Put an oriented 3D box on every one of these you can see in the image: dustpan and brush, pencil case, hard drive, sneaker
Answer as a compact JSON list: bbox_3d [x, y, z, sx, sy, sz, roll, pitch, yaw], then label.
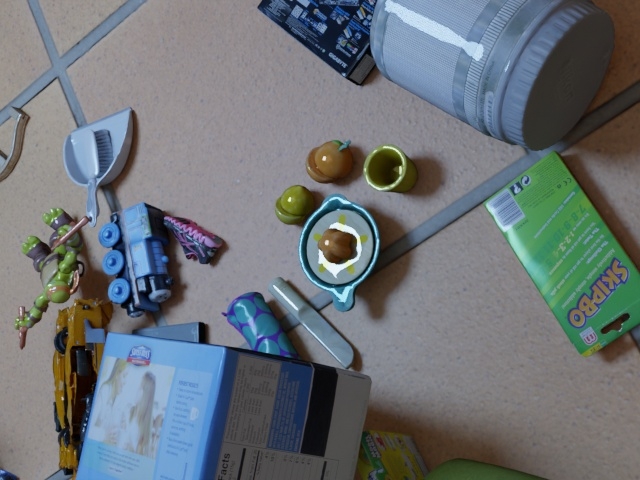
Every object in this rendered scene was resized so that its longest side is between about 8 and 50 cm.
[{"bbox_3d":[-0.383,-0.119,1.887,0.147,0.060,0.211,-17,73,26],"label":"dustpan and brush"},{"bbox_3d":[-0.084,0.153,1.663,0.070,0.064,0.151,-32,65,-1],"label":"pencil case"},{"bbox_3d":[-0.243,0.184,1.774,0.135,0.022,0.094,-9,76,28],"label":"hard drive"},{"bbox_3d":[-0.214,0.000,1.783,0.119,0.047,0.057,30,108,32],"label":"sneaker"}]

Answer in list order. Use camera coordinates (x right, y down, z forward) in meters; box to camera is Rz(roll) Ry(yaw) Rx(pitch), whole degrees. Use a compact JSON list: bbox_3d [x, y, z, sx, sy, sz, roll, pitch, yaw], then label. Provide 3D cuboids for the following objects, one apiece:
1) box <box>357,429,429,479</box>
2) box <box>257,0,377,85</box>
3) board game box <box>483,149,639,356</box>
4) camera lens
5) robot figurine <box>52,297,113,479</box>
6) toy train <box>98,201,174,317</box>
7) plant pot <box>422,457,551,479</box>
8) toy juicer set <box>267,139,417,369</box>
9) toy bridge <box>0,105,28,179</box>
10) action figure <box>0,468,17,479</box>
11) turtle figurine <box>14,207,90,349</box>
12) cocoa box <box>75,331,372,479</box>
[{"bbox_3d":[0.096,0.308,1.463,0.043,0.179,0.105,-32,66,14],"label":"box"},{"bbox_3d":[0.028,-0.369,1.703,0.220,0.051,0.175,42,102,29],"label":"box"},{"bbox_3d":[0.333,0.018,1.466,0.124,0.039,0.259,-38,62,20],"label":"board game box"},{"bbox_3d":[0.220,-0.267,1.475,0.274,0.219,0.219,35,99,30],"label":"camera lens"},{"bbox_3d":[-0.377,0.245,1.773,0.211,0.085,0.290,156,111,-64],"label":"robot figurine"},{"bbox_3d":[-0.296,0.031,1.802,0.105,0.080,0.184,-20,71,19],"label":"toy train"},{"bbox_3d":[0.246,0.393,1.337,0.293,0.275,0.274,31,97,43],"label":"plant pot"},{"bbox_3d":[0.000,0.000,1.629,0.209,0.089,0.328,20,92,31],"label":"toy juicer set"},{"bbox_3d":[-0.590,-0.152,2.033,0.063,0.026,0.188,37,100,29],"label":"toy bridge"},{"bbox_3d":[-0.662,0.303,1.850,0.341,0.330,0.178,23,100,0],"label":"action figure"},{"bbox_3d":[-0.435,0.036,1.837,0.269,0.087,0.217,-61,29,22],"label":"turtle figurine"},{"bbox_3d":[-0.139,0.256,1.460,0.347,0.228,0.231,-2,75,55],"label":"cocoa box"}]
